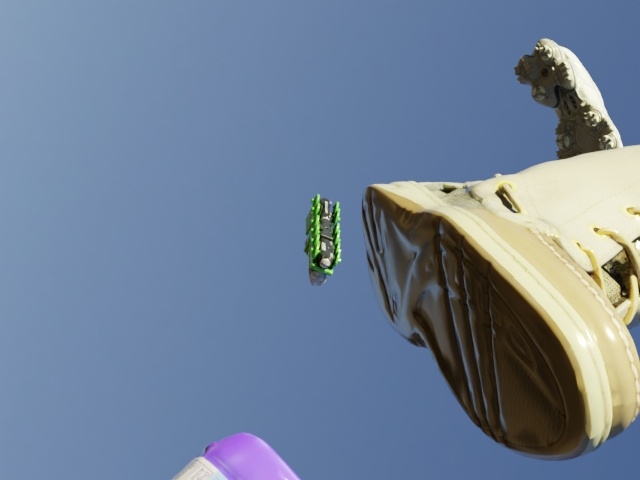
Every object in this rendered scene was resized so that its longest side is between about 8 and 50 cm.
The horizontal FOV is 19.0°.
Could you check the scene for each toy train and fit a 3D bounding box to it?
[{"bbox_3d":[0.000,0.000,1.044,0.083,0.017,0.024,-89,-157,-65],"label":"toy train"}]

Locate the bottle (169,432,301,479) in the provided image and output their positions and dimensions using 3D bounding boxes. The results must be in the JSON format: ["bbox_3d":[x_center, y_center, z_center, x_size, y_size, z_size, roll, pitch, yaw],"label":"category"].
[{"bbox_3d":[-0.115,0.242,1.140,0.283,0.118,0.092,-41,-178,-15],"label":"bottle"}]

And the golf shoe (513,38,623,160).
[{"bbox_3d":[0.262,-0.117,1.866,0.069,0.086,0.176,-32,-107,33],"label":"golf shoe"}]

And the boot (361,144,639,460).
[{"bbox_3d":[0.117,0.009,0.701,0.213,0.165,0.077,-136,-143,-71],"label":"boot"}]
